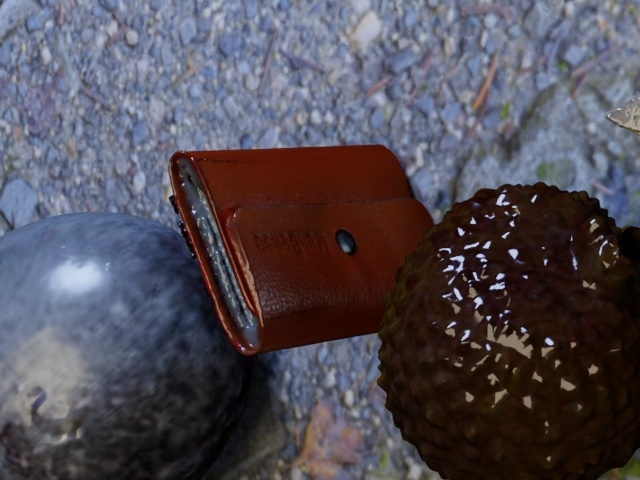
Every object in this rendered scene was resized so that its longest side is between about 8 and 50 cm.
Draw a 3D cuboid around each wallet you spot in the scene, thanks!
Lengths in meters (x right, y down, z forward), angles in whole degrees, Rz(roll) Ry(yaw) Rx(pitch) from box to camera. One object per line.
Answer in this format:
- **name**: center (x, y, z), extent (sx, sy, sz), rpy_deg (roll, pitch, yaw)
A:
- **wallet**: center (0.000, 0.000, 1.039), extent (0.045, 0.204, 0.142), rpy_deg (-33, 72, 38)

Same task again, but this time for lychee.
- **lychee**: center (0.131, 0.058, 0.947), extent (0.200, 0.200, 0.238), rpy_deg (61, 140, 19)

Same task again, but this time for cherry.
- **cherry**: center (-0.189, 0.106, 1.198), extent (0.296, 0.218, 0.255), rpy_deg (-39, 69, 22)

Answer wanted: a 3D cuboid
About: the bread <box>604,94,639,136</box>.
- **bread**: center (0.255, -0.100, 0.906), extent (0.105, 0.077, 0.152), rpy_deg (44, 117, 28)
